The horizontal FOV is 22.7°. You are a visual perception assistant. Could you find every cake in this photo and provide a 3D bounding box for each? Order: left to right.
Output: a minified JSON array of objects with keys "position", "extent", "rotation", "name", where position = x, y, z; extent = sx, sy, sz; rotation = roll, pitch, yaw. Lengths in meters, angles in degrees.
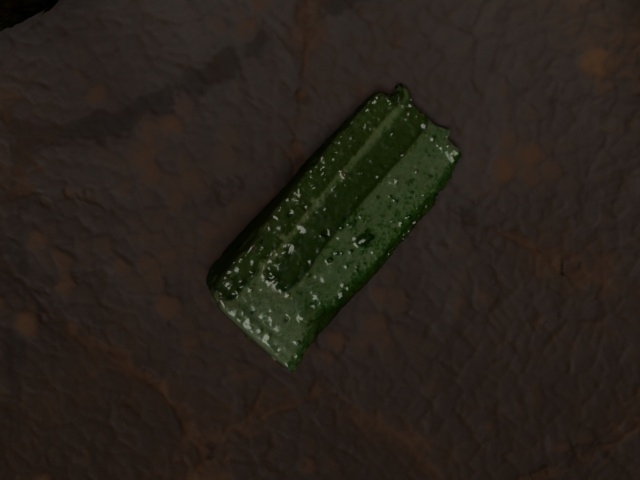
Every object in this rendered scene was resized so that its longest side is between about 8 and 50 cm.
[{"position":[0.012,-0.009,1.272],"extent":[0.100,0.099,0.235],"rotation":[42,101,-10],"name":"cake"}]

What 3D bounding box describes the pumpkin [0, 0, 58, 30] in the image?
[{"position":[-0.283,-0.298,1.155],"extent":[0.320,0.192,0.321],"rotation":[0,105,-1],"name":"pumpkin"}]
